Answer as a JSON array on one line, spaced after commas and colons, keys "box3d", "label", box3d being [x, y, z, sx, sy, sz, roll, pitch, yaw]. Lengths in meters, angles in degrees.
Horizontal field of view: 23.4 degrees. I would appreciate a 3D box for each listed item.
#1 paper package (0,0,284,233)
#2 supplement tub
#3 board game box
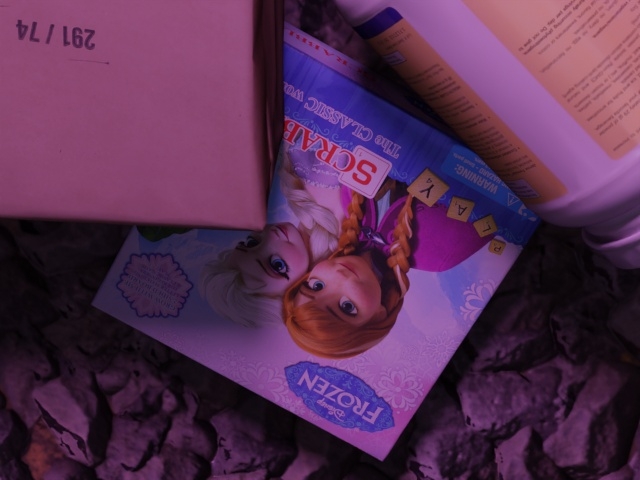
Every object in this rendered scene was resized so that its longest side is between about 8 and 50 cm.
[{"box3d": [-0.192, -0.174, 1.220, 0.325, 0.168, 0.309, 3, 124, 5], "label": "paper package"}, {"box3d": [0.198, -0.162, 1.234, 0.241, 0.241, 0.331, -41, 102, 20], "label": "supplement tub"}, {"box3d": [0.000, 0.000, 1.416, 0.319, 0.066, 0.318, 28, 112, -4], "label": "board game box"}]
